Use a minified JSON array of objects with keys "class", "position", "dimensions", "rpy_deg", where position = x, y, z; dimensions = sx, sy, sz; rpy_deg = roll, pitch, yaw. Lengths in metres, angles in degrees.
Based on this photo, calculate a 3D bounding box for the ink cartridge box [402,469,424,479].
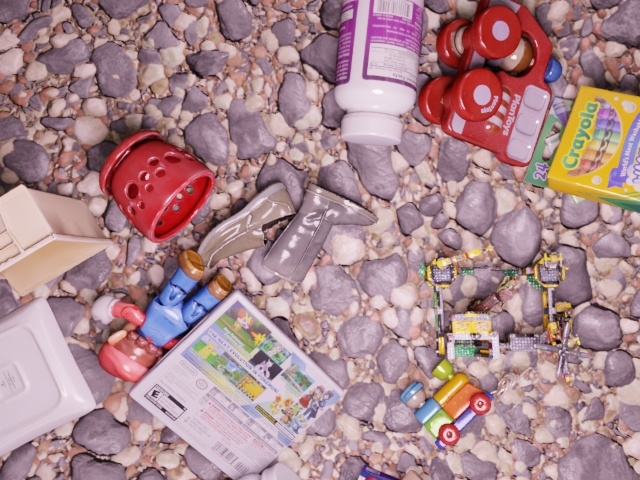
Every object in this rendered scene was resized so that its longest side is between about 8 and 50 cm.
[{"class":"ink cartridge box","position":[0.164,0.583,1.141],"dimensions":[0.234,0.088,0.193],"rpy_deg":[-44,97,-7]}]

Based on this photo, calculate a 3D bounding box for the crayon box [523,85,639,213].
[{"class":"crayon box","position":[0.583,-0.173,1.204],"dimensions":[0.323,0.083,0.203],"rpy_deg":[19,84,25]}]

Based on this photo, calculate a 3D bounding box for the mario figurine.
[{"class":"mario figurine","position":[-0.340,0.158,1.302],"dimensions":[0.320,0.170,0.198],"rpy_deg":[-43,74,10]}]

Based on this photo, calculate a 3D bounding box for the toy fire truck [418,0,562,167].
[{"class":"toy fire truck","position":[0.364,-0.326,1.265],"dimensions":[0.253,0.169,0.302],"rpy_deg":[17,91,-21]}]

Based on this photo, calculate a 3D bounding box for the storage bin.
[{"class":"storage bin","position":[-0.606,0.016,1.246],"dimensions":[0.260,0.262,0.123],"rpy_deg":[-31,87,2]}]

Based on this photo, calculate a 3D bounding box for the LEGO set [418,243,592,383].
[{"class":"LEGO set","position":[0.355,0.130,1.213],"dimensions":[0.331,0.192,0.255],"rpy_deg":[7,81,4]}]

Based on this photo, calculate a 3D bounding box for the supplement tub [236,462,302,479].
[{"class":"supplement tub","position":[-0.162,0.619,1.228],"dimensions":[0.325,0.235,0.235],"rpy_deg":[-36,88,2]}]

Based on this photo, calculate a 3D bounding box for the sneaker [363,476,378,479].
[{"class":"sneaker","position":[0.106,0.583,1.217],"dimensions":[0.128,0.087,0.221],"rpy_deg":[21,94,-2]}]

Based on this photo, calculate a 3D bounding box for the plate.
[{"class":"plate","position":[-0.673,0.305,1.356],"dimensions":[0.278,0.045,0.277],"rpy_deg":[-27,89,3]}]

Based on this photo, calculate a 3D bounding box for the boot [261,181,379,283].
[{"class":"boot","position":[0.000,0.000,1.306],"dimensions":[0.189,0.076,0.209],"rpy_deg":[23,97,-15]}]

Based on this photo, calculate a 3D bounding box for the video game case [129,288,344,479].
[{"class":"video game case","position":[-0.166,0.310,1.278],"dimensions":[0.300,0.036,0.329],"rpy_deg":[-43,108,2]}]

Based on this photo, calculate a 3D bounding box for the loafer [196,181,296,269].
[{"class":"loafer","position":[-0.154,-0.017,1.305],"dimensions":[0.251,0.094,0.087],"rpy_deg":[-40,83,2]}]

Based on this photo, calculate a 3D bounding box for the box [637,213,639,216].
[{"class":"box","position":[0.781,-0.082,1.242],"dimensions":[0.182,0.119,0.181],"rpy_deg":[34,91,3]}]

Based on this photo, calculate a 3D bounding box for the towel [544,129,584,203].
[{"class":"towel","position":[0.553,-0.167,1.308],"dimensions":[0.113,0.023,0.152],"rpy_deg":[-25,90,5]}]

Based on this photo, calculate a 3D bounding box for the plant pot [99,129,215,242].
[{"class":"plant pot","position":[-0.340,-0.118,1.271],"dimensions":[0.174,0.191,0.191],"rpy_deg":[40,91,5]}]

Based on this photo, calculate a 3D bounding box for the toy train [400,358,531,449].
[{"class":"toy train","position":[0.294,0.299,1.285],"dimensions":[0.248,0.105,0.143],"rpy_deg":[-44,70,-3]}]

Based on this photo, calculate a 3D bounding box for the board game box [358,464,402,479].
[{"class":"board game box","position":[0.210,0.641,1.259],"dimensions":[0.347,0.078,0.233],"rpy_deg":[18,91,12]}]

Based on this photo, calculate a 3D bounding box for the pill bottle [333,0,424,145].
[{"class":"pill bottle","position":[0.115,-0.351,1.259],"dimensions":[0.169,0.169,0.302],"rpy_deg":[6,90,3]}]
